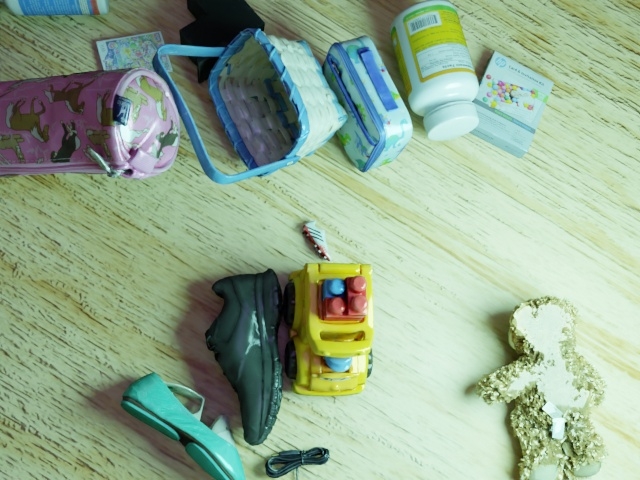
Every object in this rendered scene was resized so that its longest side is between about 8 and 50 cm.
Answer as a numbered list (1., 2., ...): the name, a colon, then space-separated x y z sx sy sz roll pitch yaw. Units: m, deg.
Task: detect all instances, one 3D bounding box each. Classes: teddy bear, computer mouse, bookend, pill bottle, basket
1. teddy bear: 0.399 0.269 1.075 0.245 0.113 0.337 -24 87 -9
2. computer mouse: -0.031 0.432 0.964 0.106 0.042 0.192 -1 74 -12
3. bookend: -0.216 -0.412 1.159 0.157 0.072 0.156 -39 84 -18
4. pill bottle: 0.229 -0.328 1.186 0.137 0.136 0.245 -9 76 -13
5. pill bottle: -0.505 -0.470 1.092 0.222 0.124 0.124 -6 75 -13
6. basket: -0.115 -0.226 1.041 0.289 0.201 0.254 -14 75 -45

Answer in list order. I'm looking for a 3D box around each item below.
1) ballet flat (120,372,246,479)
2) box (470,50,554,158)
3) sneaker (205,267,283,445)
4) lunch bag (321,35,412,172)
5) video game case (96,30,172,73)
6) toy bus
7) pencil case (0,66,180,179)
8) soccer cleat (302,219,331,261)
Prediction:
1. ballet flat: -0.195 0.294 0.956 0.247 0.083 0.087 39 57 0
2. box: 0.387 -0.282 1.256 0.145 0.038 0.186 28 70 -2
3. sneaker: -0.125 0.189 0.998 0.130 0.109 0.286 -2 67 -2
4. lunch bag: 0.077 -0.250 1.113 0.090 0.176 0.218 -22 80 -18
5. video game case: -0.352 -0.347 1.146 0.122 0.011 0.087 -15 78 -15
6. toy bus: 0.027 0.137 0.975 0.150 0.211 0.220 2 75 -12
7. pencil case: -0.417 -0.172 0.936 0.387 0.167 0.159 1 113 18
8. soccer cleat: 0.000 0.000 1.104 0.036 0.029 0.083 -34 78 -14
